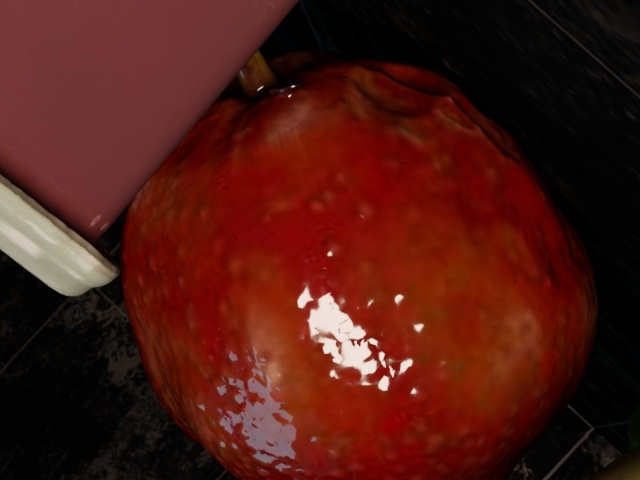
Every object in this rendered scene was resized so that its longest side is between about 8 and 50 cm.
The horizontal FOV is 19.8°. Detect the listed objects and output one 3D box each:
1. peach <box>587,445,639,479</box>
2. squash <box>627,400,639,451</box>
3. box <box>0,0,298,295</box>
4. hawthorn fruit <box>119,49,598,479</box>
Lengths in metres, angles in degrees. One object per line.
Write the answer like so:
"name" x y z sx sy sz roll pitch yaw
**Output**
"peach" 0.184 0.173 0.648 0.232 0.232 0.232 43 179 1
"squash" 0.223 0.127 1.054 0.066 0.066 0.252 43 179 -11
"box" -0.124 -0.140 0.498 0.193 0.167 0.294 40 177 40
"hawthorn fruit" 0.000 0.000 0.836 0.266 0.210 0.230 59 178 -23
